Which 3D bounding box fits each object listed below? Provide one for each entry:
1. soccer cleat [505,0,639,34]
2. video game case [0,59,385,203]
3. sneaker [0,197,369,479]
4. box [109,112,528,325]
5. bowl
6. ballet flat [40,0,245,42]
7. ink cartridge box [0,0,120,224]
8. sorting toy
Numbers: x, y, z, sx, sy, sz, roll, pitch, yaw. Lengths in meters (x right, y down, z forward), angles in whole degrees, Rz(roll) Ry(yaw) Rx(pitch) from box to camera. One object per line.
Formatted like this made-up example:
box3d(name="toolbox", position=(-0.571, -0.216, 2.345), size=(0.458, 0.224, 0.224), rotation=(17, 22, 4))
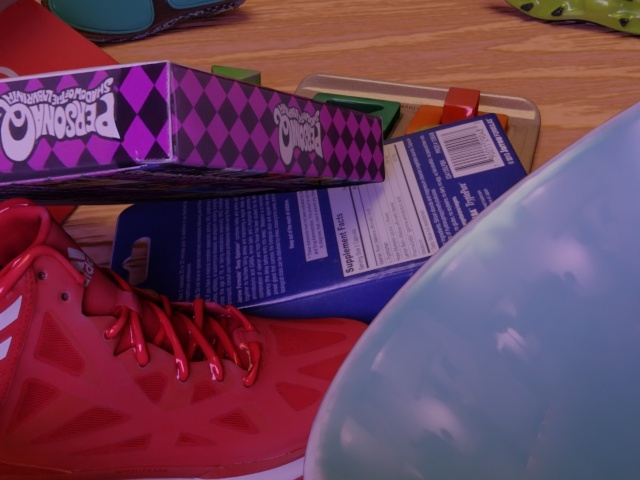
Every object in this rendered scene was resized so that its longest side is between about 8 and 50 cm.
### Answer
box3d(name="soccer cleat", position=(0.233, -0.221, 0.971), size=(0.179, 0.060, 0.072), rotation=(21, 27, 19))
box3d(name="video game case", position=(-0.104, -0.040, 0.508), size=(0.210, 0.041, 0.232), rotation=(-2, 0, 22))
box3d(name="sneaker", position=(-0.068, 0.043, 0.450), size=(0.221, 0.128, 0.087), rotation=(-15, 36, -22))
box3d(name="box", position=(0.000, 0.000, 0.582), size=(0.225, 0.036, 0.136), rotation=(-13, 32, 3))
box3d(name="bowl", position=(0.167, 0.053, 0.340), size=(0.312, 0.163, 0.311), rotation=(-33, 12, 8))
box3d(name="ballet flat", position=(-0.149, -0.206, 0.937), size=(0.188, 0.070, 0.070), rotation=(-12, 34, -24))
box3d(name="ink cartridge box", position=(-0.233, -0.126, 0.657), size=(0.261, 0.066, 0.296), rotation=(35, 32, -9))
box3d(name="sorting toy", position=(0.049, -0.067, 0.713), size=(0.348, 0.047, 0.196), rotation=(9, 32, 12))
